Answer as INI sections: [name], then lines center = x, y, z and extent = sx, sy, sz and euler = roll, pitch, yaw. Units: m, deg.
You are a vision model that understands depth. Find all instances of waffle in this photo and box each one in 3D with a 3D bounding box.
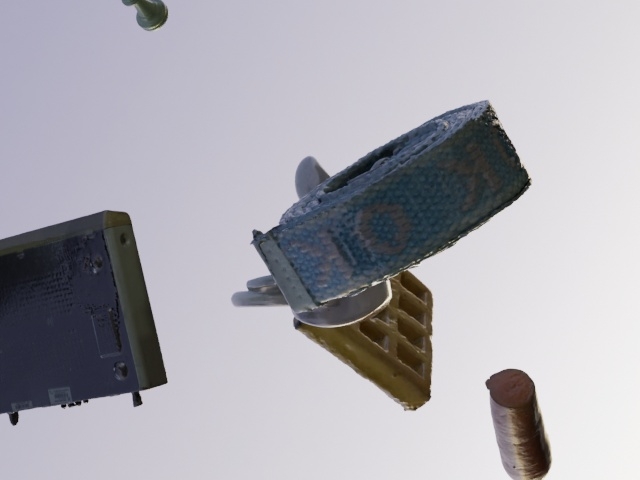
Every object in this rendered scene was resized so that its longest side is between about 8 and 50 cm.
[waffle]
center = 0.068, 0.093, 1.757
extent = 0.221, 0.055, 0.248
euler = 37, -148, -21

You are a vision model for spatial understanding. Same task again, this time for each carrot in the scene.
[carrot]
center = 0.242, 0.235, 1.527
extent = 0.067, 0.067, 0.225
euler = -62, -29, -27

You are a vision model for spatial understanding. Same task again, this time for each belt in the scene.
[belt]
center = 0.057, -0.024, 0.850
extent = 0.082, 0.163, 0.147
euler = 61, -148, -8

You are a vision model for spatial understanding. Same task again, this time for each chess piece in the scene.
[chess piece]
center = -0.224, -0.291, 1.524
extent = 0.093, 0.042, 0.042
euler = 38, -112, -56

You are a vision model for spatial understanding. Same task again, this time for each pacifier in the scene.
[pacifier]
center = 0.000, 0.000, 1.498
extent = 0.279, 0.227, 0.207
euler = 22, -118, -82

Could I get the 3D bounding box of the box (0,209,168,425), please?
[box]
center = -0.295, 0.091, 1.363
extent = 0.045, 0.270, 0.210
euler = -12, -90, -57
